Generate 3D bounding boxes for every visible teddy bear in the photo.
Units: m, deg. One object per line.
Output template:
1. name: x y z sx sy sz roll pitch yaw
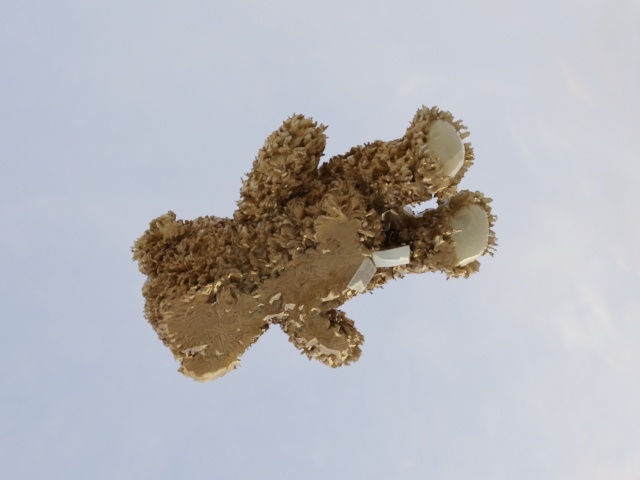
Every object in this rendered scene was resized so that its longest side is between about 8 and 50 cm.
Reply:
1. teddy bear: 0.000 0.000 0.857 0.245 0.338 0.113 48 -171 -33
